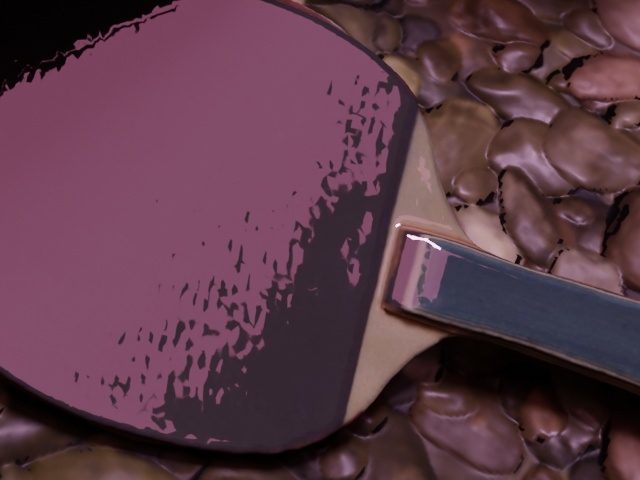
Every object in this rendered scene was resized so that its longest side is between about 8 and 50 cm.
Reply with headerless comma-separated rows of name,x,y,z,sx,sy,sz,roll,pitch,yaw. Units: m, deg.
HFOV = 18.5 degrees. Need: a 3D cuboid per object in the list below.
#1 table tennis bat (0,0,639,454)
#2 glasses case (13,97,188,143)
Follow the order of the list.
table tennis bat,0.000,0.000,0.708,0.301,0.022,0.173,17,76,-12
glasses case,-0.079,-0.054,0.731,0.164,0.041,0.063,4,64,-15
